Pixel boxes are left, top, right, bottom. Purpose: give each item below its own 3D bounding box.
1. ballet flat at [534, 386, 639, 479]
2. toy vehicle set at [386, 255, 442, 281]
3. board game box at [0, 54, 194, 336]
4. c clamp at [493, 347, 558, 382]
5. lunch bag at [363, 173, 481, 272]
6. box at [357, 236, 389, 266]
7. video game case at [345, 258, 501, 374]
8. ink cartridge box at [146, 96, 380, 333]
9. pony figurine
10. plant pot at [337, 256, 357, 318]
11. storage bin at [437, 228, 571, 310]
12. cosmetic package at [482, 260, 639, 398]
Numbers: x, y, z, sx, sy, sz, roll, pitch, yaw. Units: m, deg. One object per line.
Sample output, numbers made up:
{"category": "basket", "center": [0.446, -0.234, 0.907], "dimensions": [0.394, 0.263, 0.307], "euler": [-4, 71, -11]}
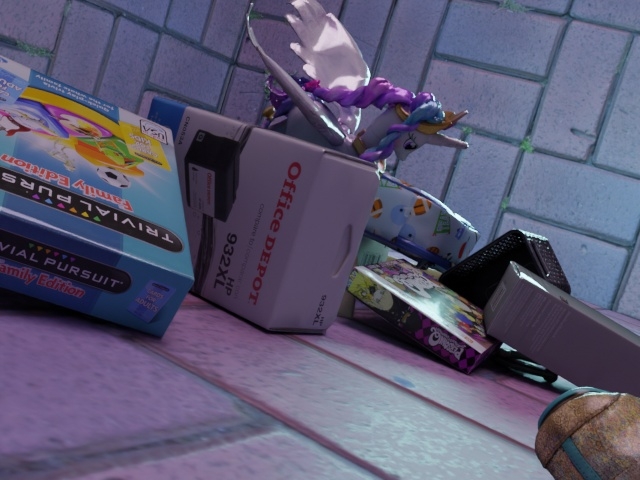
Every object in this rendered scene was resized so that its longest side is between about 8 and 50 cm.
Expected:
{"category": "ballet flat", "center": [0.334, 0.209, 0.710], "dimensions": [0.348, 0.123, 0.123], "euler": [15, 6, -31]}
{"category": "toy vehicle set", "center": [0.231, 0.084, 1.715], "dimensions": [0.266, 0.035, 0.166], "euler": [17, -4, -9]}
{"category": "board game box", "center": [-0.273, -0.066, 0.848], "dimensions": [0.253, 0.079, 0.336], "euler": [22, 24, -26]}
{"category": "c clamp", "center": [0.331, 0.188, 1.237], "dimensions": [0.137, 0.022, 0.160], "euler": [19, 7, 22]}
{"category": "lunch bag", "center": [0.131, -0.038, 1.442], "dimensions": [0.303, 0.115, 0.243], "euler": [29, 1, 29]}
{"category": "box", "center": [0.000, 0.000, 1.651], "dimensions": [0.275, 0.094, 0.113], "euler": [23, 7, 42]}
{"category": "video game case", "center": [0.162, 0.102, 1.189], "dimensions": [0.210, 0.042, 0.232], "euler": [35, 14, 19]}
{"category": "ink cartridge box", "center": [-0.105, -0.038, 1.052], "dimensions": [0.307, 0.223, 0.129], "euler": [22, 7, 36]}
{"category": "pony figurine", "center": [-0.003, -0.173, 1.233], "dimensions": [0.351, 0.363, 0.303], "euler": [45, 33, -4]}
{"category": "plant pot", "center": [-0.004, 0.045, 1.203], "dimensions": [0.109, 0.096, 0.109], "euler": [15, 7, -24]}
{"category": "storage bin", "center": [0.295, 0.076, 1.321], "dimensions": [0.084, 0.180, 0.122], "euler": [11, 52, -46]}
{"category": "cosmetic package", "center": [0.358, 0.139, 1.166], "dimensions": [0.238, 0.107, 0.127], "euler": [28, 11, 1]}
